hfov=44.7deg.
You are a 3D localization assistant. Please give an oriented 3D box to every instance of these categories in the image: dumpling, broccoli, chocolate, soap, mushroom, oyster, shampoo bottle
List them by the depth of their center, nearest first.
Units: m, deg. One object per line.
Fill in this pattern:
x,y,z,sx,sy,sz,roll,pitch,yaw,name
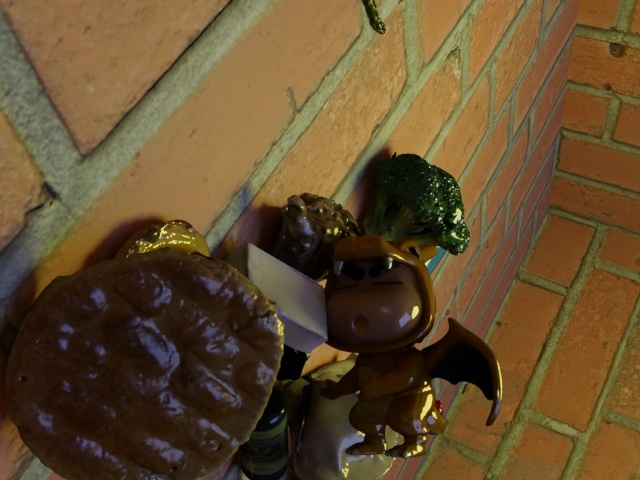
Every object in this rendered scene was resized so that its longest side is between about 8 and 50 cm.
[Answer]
-0.071,0.095,1.269,0.183,0.064,0.121,33,35,-31,soap
-0.085,0.148,1.367,0.156,0.156,0.133,79,23,-50,chocolate
-0.014,0.023,1.453,0.204,0.111,0.396,-69,161,6,oyster
-0.114,0.411,1.549,0.101,0.101,0.283,-47,148,-42,shampoo bottle
0.038,0.363,1.558,0.293,0.205,0.163,-69,146,-53,dumpling
0.199,-0.048,1.733,0.254,0.269,0.269,28,84,-61,broccoli
0.007,0.337,1.785,0.312,0.081,0.099,-14,110,-58,mushroom

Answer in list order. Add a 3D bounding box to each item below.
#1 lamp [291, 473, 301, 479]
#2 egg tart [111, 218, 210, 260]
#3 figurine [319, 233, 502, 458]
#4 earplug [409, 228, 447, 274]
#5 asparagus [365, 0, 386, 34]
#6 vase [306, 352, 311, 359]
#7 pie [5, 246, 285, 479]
0.010,0.507,1.817,0.090,0.089,0.325,-27,146,-48,lamp
-0.216,0.113,1.078,0.288,0.119,0.288,-41,140,-48,egg tart
0.125,0.192,1.423,0.401,0.268,0.386,136,-51,-75,figurine
0.201,0.096,1.958,0.272,0.133,0.132,-57,154,-18,earplug
0.086,-0.443,1.386,0.248,0.025,0.024,58,13,-61,asparagus
-0.056,0.179,1.539,0.059,0.059,0.167,-54,152,-32,vase
-0.210,0.159,0.947,0.340,0.083,0.339,-6,111,-15,pie
